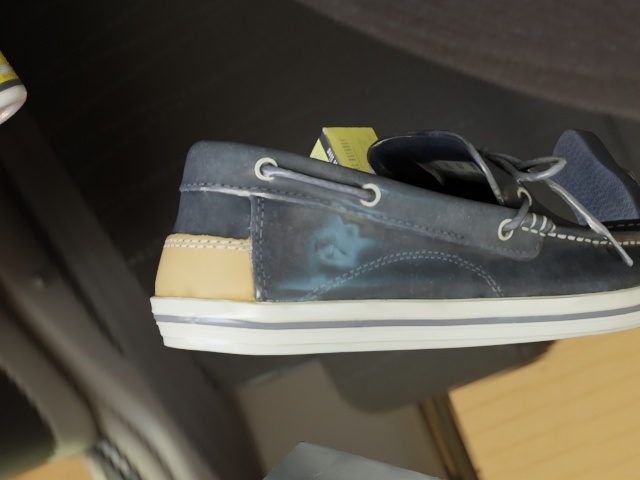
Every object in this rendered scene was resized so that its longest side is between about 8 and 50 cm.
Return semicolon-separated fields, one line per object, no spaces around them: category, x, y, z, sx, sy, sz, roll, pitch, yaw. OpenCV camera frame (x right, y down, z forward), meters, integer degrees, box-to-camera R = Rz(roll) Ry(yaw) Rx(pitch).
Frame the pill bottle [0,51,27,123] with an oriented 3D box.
pill bottle;-0.386;-0.193;1.603;0.103;0.184;0.103;-34;180;0

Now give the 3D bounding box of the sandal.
sandal;0.304;-0.037;1.638;0.055;0.254;0.097;10;124;-17

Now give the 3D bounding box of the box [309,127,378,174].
box;0.000;0.000;1.546;0.058;0.087;0.232;-1;138;-29

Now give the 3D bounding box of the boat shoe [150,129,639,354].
boat shoe;0.102;-0.004;1.174;0.500;0.156;0.187;0;179;-37

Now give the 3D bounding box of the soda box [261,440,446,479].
soda box;0.079;0.229;1.099;0.286;0.091;0.098;10;-145;36
